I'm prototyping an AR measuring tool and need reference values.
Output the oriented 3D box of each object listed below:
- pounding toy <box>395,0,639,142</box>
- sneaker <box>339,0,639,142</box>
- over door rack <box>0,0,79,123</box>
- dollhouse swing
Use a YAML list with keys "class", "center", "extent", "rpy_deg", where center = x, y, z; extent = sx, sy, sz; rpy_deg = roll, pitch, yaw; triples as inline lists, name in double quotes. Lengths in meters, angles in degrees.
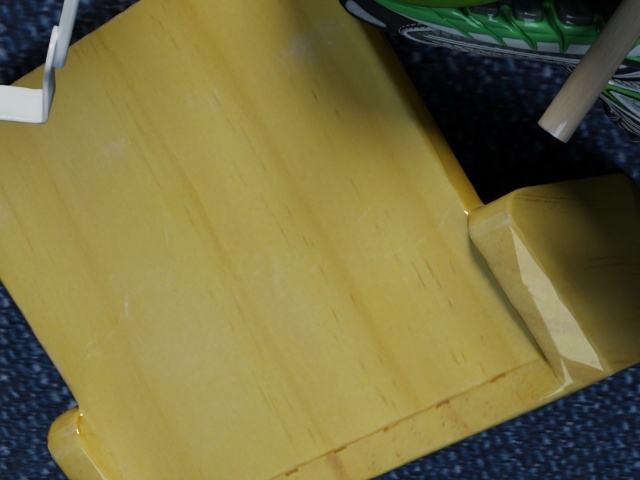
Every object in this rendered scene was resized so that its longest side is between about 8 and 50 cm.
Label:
- class: "pounding toy"
  center: [0.079, -0.182, 0.753]
  extent: [0.237, 0.110, 0.183]
  rpy_deg: [41, 92, 0]
- class: "sneaker"
  center: [0.168, -0.105, 0.912]
  extent: [0.343, 0.134, 0.146]
  rpy_deg: [11, 140, -10]
- class: "over door rack"
  center: [-0.046, -0.222, 0.709]
  extent: [0.108, 0.240, 0.324]
  rpy_deg: [23, 133, -15]
- class: "dollhouse swing"
  center: [0.000, 0.000, 1.088]
  extent: [0.346, 0.305, 0.315]
  rpy_deg: [-28, 172, 28]
